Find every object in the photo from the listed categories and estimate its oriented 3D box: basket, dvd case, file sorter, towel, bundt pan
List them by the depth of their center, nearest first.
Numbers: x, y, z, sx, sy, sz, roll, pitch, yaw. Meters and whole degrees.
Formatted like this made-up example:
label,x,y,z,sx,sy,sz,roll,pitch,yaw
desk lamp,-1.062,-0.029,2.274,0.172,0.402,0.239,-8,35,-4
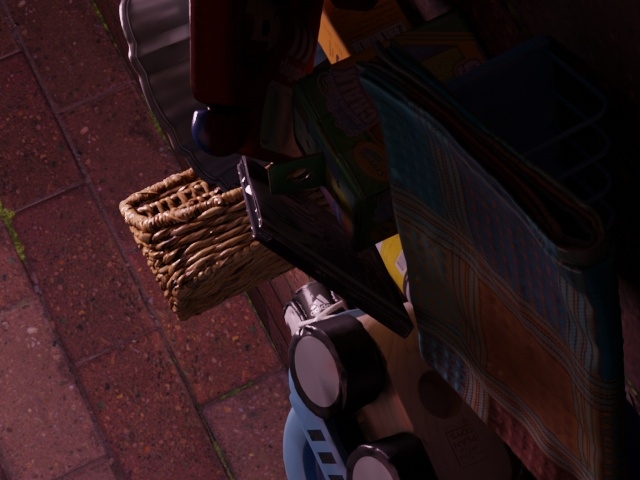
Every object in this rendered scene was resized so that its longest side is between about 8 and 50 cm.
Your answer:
label,x,y,z,sx,sy,sz,roll,pitch,yaw
towel,0.136,0.054,1.078,0.271,0.040,0.370,47,161,40
file sorter,0.160,-0.048,1.106,0.104,0.118,0.170,50,163,43
dvd case,0.000,0.000,1.296,0.165,0.018,0.221,34,-168,-17
bundt pan,-0.127,-0.237,1.890,0.331,0.124,0.330,55,-157,-37
basket,-0.128,-0.056,2.056,0.223,0.299,0.213,63,170,14

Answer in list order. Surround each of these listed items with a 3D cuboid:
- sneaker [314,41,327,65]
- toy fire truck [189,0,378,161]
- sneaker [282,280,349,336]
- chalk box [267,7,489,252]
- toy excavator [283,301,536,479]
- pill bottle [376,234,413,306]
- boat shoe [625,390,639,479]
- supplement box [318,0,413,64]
label,x,y,z,sx,sy,sz,roll,pitch,yaw
sneaker,-0.088,-0.310,1.750,0.319,0.127,0.208,-125,15,-49
toy fire truck,-0.051,-0.196,1.270,0.302,0.169,0.253,1,-84,-77
sneaker,0.016,0.189,2.280,0.257,0.169,0.447,63,172,5
chalk box,0.056,-0.086,1.266,0.132,0.213,0.132,61,171,18
toy excavator,0.069,0.317,1.664,0.445,0.222,0.432,-44,67,52
pill bottle,0.102,-0.015,1.526,0.184,0.103,0.103,58,168,40
boat shoe,0.266,0.237,1.270,0.089,0.109,0.258,94,152,-77
supplement box,0.047,-0.205,1.435,0.078,0.080,0.233,87,158,-67
